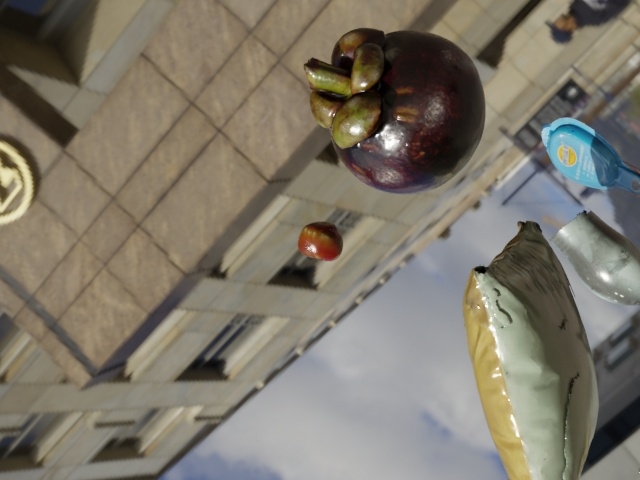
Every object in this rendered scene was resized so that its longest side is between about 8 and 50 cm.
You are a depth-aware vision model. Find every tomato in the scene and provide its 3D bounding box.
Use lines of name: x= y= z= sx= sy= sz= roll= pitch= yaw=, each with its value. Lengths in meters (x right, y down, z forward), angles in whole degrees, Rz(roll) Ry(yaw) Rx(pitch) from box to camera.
tomato: x=0.000 y=0.000 z=1.887 sx=0.087 sy=0.075 sz=0.087 roll=13 pitch=-178 yaw=0

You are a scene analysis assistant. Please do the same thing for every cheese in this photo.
cheese: x=0.423 y=-0.104 z=1.463 sx=0.037 sy=0.106 sz=0.256 roll=-33 pitch=-130 yaw=-29

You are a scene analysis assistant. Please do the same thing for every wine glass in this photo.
wine glass: x=0.463 y=0.050 z=1.564 sx=0.222 sy=0.103 sz=0.103 roll=47 pitch=-159 yaw=10

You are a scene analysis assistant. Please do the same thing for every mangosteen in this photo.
mangosteen: x=0.126 y=-0.241 z=1.800 sx=0.347 sy=0.307 sz=0.307 roll=20 pitch=-149 yaw=-34

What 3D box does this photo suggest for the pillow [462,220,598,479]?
pillow: x=0.255 y=0.148 z=1.192 sx=0.310 sy=0.119 sz=0.312 roll=-30 pitch=-76 yaw=-68

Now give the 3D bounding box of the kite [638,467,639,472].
kite: x=0.545 y=0.408 z=1.612 sx=0.137 sy=0.152 sz=0.005 roll=45 pitch=161 yaw=-21
